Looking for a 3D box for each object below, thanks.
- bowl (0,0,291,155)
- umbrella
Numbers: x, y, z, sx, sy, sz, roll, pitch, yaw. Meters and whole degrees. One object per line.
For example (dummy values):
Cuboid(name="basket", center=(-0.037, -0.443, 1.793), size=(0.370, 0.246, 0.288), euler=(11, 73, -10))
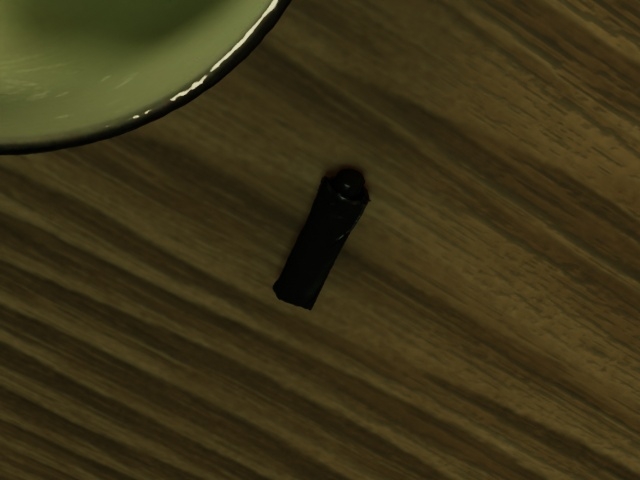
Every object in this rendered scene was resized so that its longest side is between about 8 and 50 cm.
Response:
Cuboid(name="bowl", center=(-0.181, -0.224, 0.671), size=(0.354, 0.354, 0.185), euler=(41, 169, -24))
Cuboid(name="umbrella", center=(0.002, 0.000, 0.981), size=(0.036, 0.031, 0.133), euler=(4, 135, -24))
